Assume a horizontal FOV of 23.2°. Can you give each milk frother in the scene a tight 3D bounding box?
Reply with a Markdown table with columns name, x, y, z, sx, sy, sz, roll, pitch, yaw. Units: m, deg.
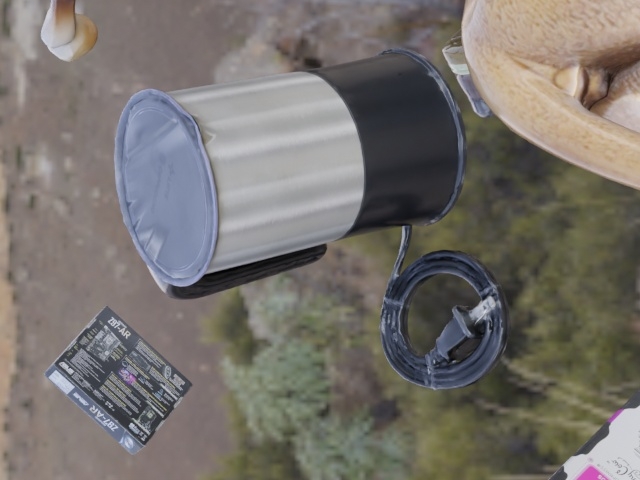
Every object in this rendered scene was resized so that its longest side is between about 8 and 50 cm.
| name | x | y | z | sx | sy | sz | roll | pitch | yaw |
| --- | --- | --- | --- | --- | --- | --- | --- | --- | --- |
| milk frother | 0.000 | 0.000 | 0.677 | 0.143 | 0.135 | 0.129 | 47 | 138 | 37 |

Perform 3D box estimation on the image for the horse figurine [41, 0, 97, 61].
| name | x | y | z | sx | sy | sz | roll | pitch | yaw |
| --- | --- | --- | --- | --- | --- | --- | --- | --- | --- |
| horse figurine | -0.039 | -0.152 | 0.389 | 0.263 | 0.066 | 0.174 | -54 | -8 | -18 |

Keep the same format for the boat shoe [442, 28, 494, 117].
| name | x | y | z | sx | sy | sz | roll | pitch | yaw |
| --- | --- | --- | --- | --- | --- | --- | --- | --- | --- |
| boat shoe | 0.115 | -0.113 | 0.923 | 0.056 | 0.152 | 0.049 | 1 | 112 | 33 |

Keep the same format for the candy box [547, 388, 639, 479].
| name | x | y | z | sx | sy | sz | roll | pitch | yaw |
| --- | --- | --- | --- | --- | --- | --- | --- | --- | --- |
| candy box | 0.139 | 0.207 | 0.958 | 0.071 | 0.233 | 0.159 | 40 | 140 | 17 |

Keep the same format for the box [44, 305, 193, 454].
| name | x | y | z | sx | sy | sz | roll | pitch | yaw |
| --- | --- | --- | --- | --- | --- | --- | --- | --- | --- |
| box | -0.137 | 0.095 | 1.065 | 0.018 | 0.083 | 0.067 | -41 | 9 | 46 |

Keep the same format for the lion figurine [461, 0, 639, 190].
| name | x | y | z | sx | sy | sz | roll | pitch | yaw |
| --- | --- | --- | --- | --- | --- | --- | --- | --- | --- |
| lion figurine | 0.137 | -0.123 | 0.573 | 0.392 | 0.240 | 0.142 | -53 | -32 | -49 |
